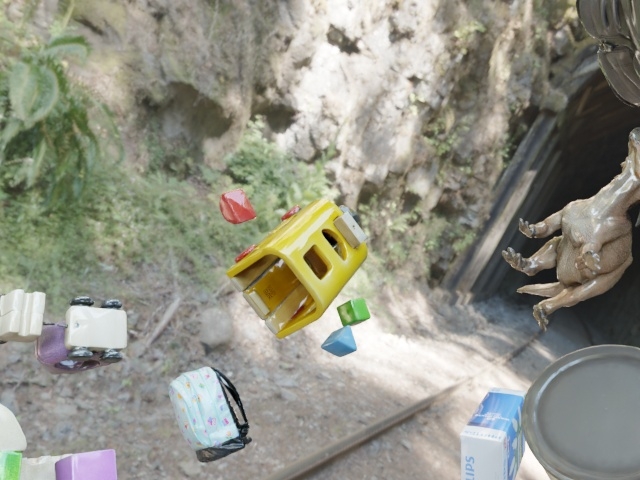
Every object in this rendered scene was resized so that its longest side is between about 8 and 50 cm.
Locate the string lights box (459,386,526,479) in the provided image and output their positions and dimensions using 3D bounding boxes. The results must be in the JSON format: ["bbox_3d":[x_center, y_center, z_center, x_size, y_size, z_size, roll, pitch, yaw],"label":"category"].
[{"bbox_3d":[0.330,0.385,1.121,0.077,0.133,0.260,1,7,27],"label":"string lights box"}]

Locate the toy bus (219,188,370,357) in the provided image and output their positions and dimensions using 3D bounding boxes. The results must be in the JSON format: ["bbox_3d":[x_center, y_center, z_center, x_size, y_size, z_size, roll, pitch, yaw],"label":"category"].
[{"bbox_3d":[-0.002,0.010,0.640,0.191,0.104,0.202,16,55,-39],"label":"toy bus"}]

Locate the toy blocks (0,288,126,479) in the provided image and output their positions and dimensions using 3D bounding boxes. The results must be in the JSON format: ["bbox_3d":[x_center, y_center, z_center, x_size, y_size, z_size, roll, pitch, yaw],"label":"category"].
[{"bbox_3d":[-0.360,0.227,0.550,0.288,0.260,0.309,14,57,-39],"label":"toy blocks"}]

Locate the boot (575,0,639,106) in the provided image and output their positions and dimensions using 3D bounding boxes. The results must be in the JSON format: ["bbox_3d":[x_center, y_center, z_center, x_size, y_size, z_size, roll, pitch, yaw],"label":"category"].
[{"bbox_3d":[0.416,-0.167,0.665,0.223,0.118,0.338,-68,137,-82],"label":"boot"}]

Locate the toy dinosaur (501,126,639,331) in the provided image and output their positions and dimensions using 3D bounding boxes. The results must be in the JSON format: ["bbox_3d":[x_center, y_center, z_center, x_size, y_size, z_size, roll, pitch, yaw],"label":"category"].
[{"bbox_3d":[0.367,0.007,0.773,0.200,0.295,0.127,-18,55,-15],"label":"toy dinosaur"}]

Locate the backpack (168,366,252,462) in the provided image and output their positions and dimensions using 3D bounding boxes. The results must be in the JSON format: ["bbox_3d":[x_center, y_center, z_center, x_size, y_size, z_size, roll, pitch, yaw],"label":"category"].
[{"bbox_3d":[-0.229,0.346,1.188,0.115,0.152,0.182,-15,76,-37],"label":"backpack"}]

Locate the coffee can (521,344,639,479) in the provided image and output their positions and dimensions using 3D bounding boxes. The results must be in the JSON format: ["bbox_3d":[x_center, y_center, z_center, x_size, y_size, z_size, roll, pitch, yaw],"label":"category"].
[{"bbox_3d":[0.408,0.302,0.778,0.275,0.201,0.201,56,-8,-30],"label":"coffee can"}]
